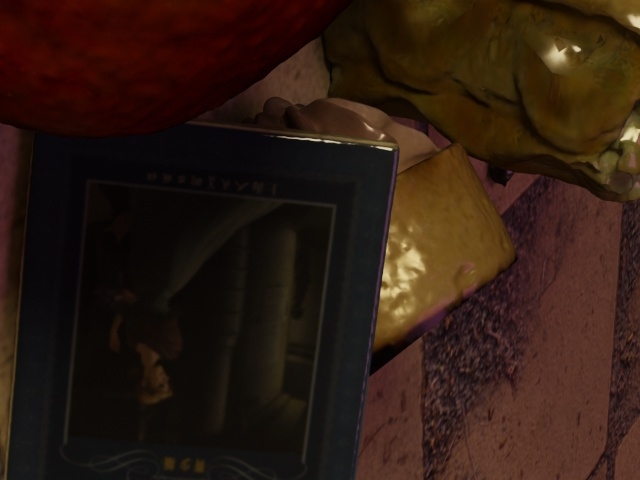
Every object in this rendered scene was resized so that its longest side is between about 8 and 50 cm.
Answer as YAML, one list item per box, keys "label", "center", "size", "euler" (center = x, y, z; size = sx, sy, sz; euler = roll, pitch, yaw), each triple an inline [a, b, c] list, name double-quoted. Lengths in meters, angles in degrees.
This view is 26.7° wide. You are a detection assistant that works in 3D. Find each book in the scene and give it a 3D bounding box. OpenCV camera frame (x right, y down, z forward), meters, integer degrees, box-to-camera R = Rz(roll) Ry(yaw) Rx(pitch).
- label: "book"
  center: [-0.068, 0.069, 0.722]
  size: [0.025, 0.190, 0.269]
  euler: [-114, -149, -78]

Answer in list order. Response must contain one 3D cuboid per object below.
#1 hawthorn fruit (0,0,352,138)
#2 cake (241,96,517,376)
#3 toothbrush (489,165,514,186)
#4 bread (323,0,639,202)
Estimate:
- label: "hawthorn fruit"
  center: [-0.073, -0.189, 0.513]
  size: [0.307, 0.265, 0.265]
  euler: [-52, 143, -48]
- label: "cake"
  center: [0.000, 0.000, 0.834]
  size: [0.207, 0.178, 0.185]
  euler: [-43, 173, 22]
- label: "toothbrush"
  center: [0.193, -0.194, 1.206]
  size: [0.030, 0.030, 0.297]
  euler: [-1, 104, -69]
- label: "bread"
  center: [0.138, -0.163, 0.910]
  size: [0.196, 0.252, 0.239]
  euler: [-36, 137, -55]
